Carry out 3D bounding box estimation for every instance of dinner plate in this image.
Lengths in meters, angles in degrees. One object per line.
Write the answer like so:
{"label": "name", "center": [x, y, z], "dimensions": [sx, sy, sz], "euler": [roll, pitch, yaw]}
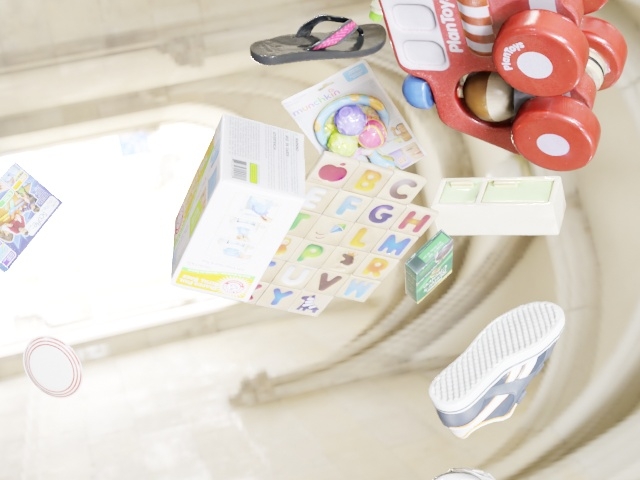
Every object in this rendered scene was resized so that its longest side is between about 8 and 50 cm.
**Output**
{"label": "dinner plate", "center": [-0.544, 0.258, 2.413], "dimensions": [0.017, 0.141, 0.141], "euler": [-36, -119, 35]}

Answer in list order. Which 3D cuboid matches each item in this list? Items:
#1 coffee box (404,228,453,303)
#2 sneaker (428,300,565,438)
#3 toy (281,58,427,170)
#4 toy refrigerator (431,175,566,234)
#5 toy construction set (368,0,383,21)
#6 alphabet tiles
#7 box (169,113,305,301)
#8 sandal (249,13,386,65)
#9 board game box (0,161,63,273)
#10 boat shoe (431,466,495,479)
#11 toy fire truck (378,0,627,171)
{"label": "coffee box", "center": [0.230, 0.057, 2.512], "dimensions": [0.040, 0.113, 0.184], "euler": [43, -14, 19]}
{"label": "sneaker", "center": [0.343, 0.247, 2.274], "dimensions": [0.126, 0.321, 0.127], "euler": [33, -28, 48]}
{"label": "toy", "center": [0.059, -0.150, 1.761], "dimensions": [0.237, 0.137, 0.056], "euler": [48, 19, -49]}
{"label": "toy refrigerator", "center": [0.387, -0.078, 2.592], "dimensions": [0.102, 0.269, 0.094], "euler": [-65, 145, -43]}
{"label": "toy construction set", "center": [0.193, -0.532, 2.499], "dimensions": [0.328, 0.215, 0.151], "euler": [-60, 175, -66]}
{"label": "alphabet tiles", "center": [0.000, 0.000, 1.784], "dimensions": [0.342, 0.285, 0.011], "euler": [-53, -145, 39]}
{"label": "box", "center": [-0.102, -0.035, 1.425], "dimensions": [0.203, 0.103, 0.114], "euler": [121, -24, -44]}
{"label": "sandal", "center": [0.003, -0.236, 1.376], "dimensions": [0.067, 0.179, 0.040], "euler": [41, -44, 47]}
{"label": "board game box", "center": [-0.652, -0.050, 2.499], "dimensions": [0.136, 0.201, 0.035], "euler": [43, -35, -15]}
{"label": "boat shoe", "center": [0.240, 0.416, 1.971], "dimensions": [0.088, 0.267, 0.096], "euler": [39, -77, 39]}
{"label": "toy fire truck", "center": [0.202, -0.215, 1.362], "dimensions": [0.169, 0.254, 0.302], "euler": [-65, 150, -31]}
